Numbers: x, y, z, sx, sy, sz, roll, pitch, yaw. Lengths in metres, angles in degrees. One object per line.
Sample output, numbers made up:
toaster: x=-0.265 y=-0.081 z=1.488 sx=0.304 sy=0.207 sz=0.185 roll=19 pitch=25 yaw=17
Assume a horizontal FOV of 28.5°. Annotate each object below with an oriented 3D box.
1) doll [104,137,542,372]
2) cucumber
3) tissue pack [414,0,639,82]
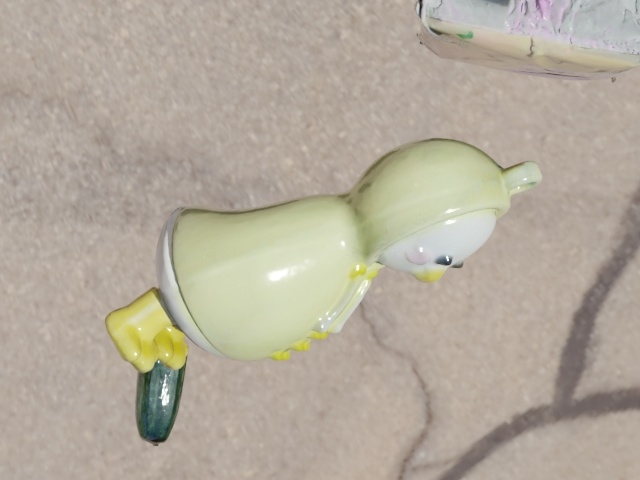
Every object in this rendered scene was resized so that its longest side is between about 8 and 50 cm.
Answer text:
doll: x=0.003 y=0.012 z=0.823 sx=0.296 sy=0.117 sz=0.141 roll=-15 pitch=166 yaw=18
cucumber: x=-0.160 y=0.150 z=1.239 sx=0.048 sy=0.048 sz=0.105 roll=10 pitch=86 yaw=-31
tissue pack: x=0.196 y=-0.213 z=1.142 sx=0.215 sy=0.256 sz=0.123 roll=12 pitch=96 yaw=5
